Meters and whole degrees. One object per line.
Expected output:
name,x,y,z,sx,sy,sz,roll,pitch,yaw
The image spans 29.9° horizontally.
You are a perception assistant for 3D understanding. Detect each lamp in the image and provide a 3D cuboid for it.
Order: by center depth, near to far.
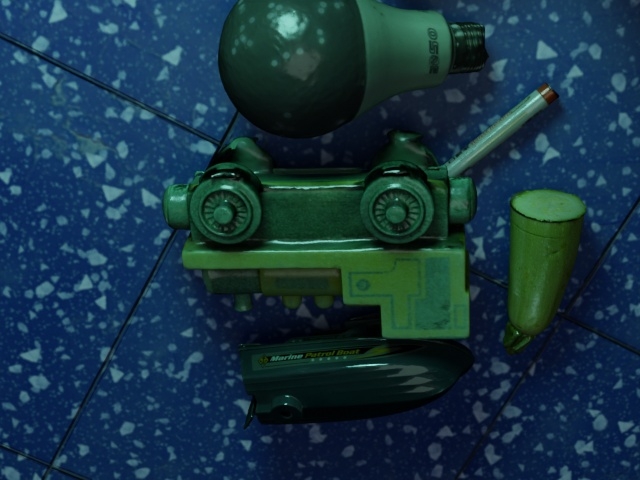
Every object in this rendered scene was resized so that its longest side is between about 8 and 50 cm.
lamp,0.038,-0.227,1.340,0.313,0.182,0.182,-21,112,-11

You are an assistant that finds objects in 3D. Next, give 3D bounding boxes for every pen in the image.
pen,0.189,-0.109,1.461,0.239,0.028,0.028,-39,109,10

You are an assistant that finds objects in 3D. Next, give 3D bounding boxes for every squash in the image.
squash,0.264,0.050,1.503,0.094,0.094,0.224,5,116,-6

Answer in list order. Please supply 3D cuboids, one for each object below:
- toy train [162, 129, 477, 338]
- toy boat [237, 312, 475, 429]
toy train,0.000,0.000,1.419,0.368,0.150,0.237,0,118,7
toy boat,0.046,0.161,1.501,0.296,0.122,0.114,-8,133,10
